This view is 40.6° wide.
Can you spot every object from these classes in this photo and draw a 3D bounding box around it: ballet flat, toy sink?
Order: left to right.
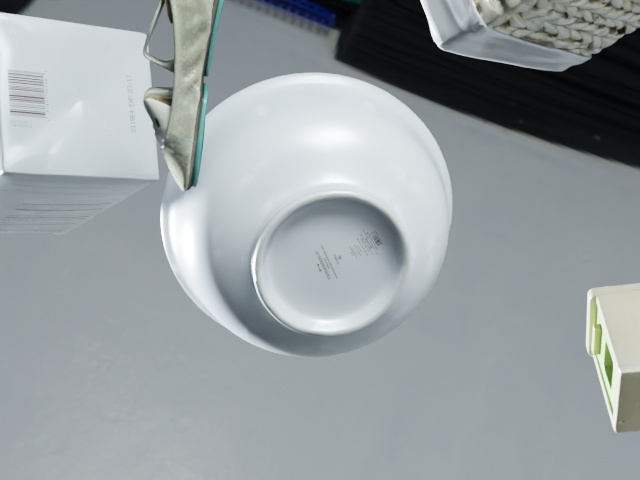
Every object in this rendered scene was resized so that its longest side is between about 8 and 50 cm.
[{"bbox_3d":[-0.104,-0.119,0.631,0.057,0.053,0.168,-105,25,-66],"label":"ballet flat"},{"bbox_3d":[0.489,0.155,1.342,0.234,0.131,0.152,-88,-11,-46],"label":"toy sink"}]

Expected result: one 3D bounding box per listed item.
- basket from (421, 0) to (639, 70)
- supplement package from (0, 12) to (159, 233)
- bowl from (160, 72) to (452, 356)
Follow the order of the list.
[{"bbox_3d":[0.121,-0.159,0.432,0.103,0.113,0.167,-21,-6,36],"label":"basket"},{"bbox_3d":[-0.265,-0.092,0.804,0.244,0.134,0.138,-20,74,53],"label":"supplement package"},{"bbox_3d":[0.000,0.000,0.820,0.134,0.298,0.297,-114,44,-65],"label":"bowl"}]
